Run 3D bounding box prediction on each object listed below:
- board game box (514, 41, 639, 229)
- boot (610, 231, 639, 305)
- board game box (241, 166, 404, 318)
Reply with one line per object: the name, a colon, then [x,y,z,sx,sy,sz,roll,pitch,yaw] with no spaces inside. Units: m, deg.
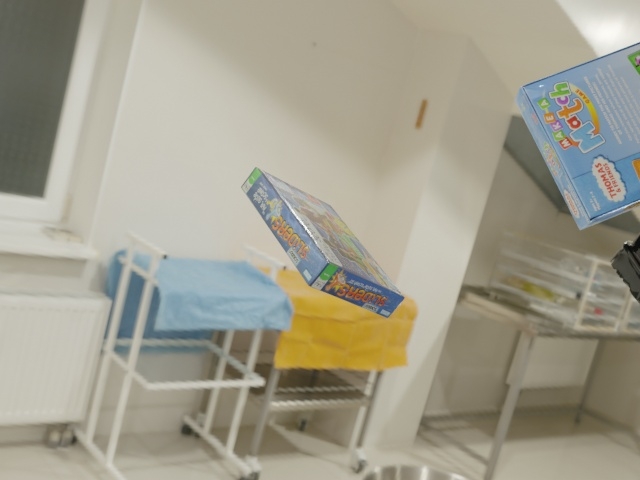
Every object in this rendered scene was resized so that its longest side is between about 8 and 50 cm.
board game box: [0.333,-0.123,0.846,0.211,0.160,0.039,-21,-15,-6]
boot: [0.383,0.015,0.699,0.094,0.207,0.247,17,32,-28]
board game box: [0.000,0.000,0.958,0.136,0.035,0.201,26,19,-41]
